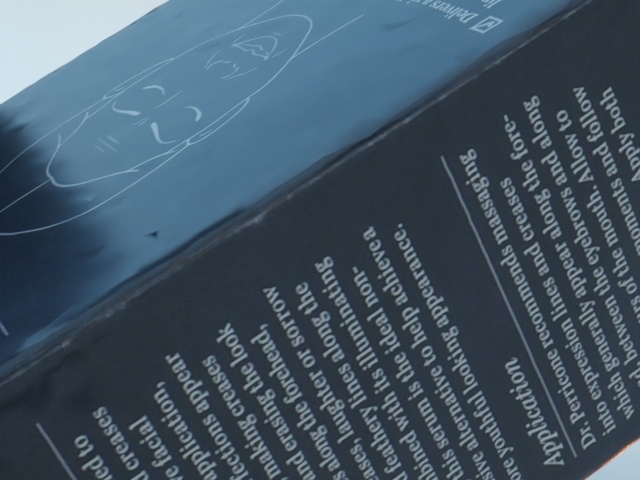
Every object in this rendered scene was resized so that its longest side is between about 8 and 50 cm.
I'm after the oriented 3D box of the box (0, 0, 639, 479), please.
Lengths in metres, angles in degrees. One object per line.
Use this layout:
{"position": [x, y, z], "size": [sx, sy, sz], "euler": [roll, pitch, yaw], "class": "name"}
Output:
{"position": [0.000, 0.000, 0.749], "size": [0.293, 0.395, 0.212], "euler": [36, -24, 60], "class": "box"}
